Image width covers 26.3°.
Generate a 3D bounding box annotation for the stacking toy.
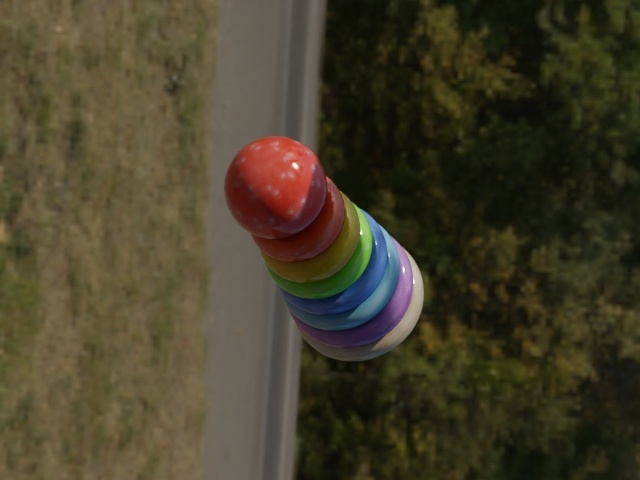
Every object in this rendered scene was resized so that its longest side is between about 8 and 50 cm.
[{"bbox_3d":[0.000,0.000,1.287,0.330,0.141,0.141,57,34,-62],"label":"stacking toy"}]
